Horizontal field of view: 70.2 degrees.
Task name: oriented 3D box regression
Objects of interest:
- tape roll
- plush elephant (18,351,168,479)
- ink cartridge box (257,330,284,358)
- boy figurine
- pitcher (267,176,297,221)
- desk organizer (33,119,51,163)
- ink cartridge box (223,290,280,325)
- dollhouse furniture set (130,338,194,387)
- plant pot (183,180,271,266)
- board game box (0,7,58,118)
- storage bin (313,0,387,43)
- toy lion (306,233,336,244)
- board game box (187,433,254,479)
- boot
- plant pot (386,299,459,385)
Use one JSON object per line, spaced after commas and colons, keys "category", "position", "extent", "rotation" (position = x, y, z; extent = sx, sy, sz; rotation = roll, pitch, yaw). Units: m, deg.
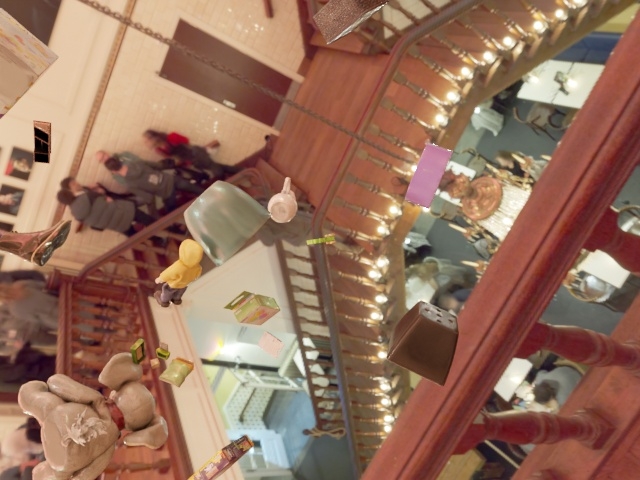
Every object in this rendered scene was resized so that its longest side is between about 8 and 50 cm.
{"category": "tape roll", "position": [0.330, -0.196, 1.390], "extent": [0.080, 0.189, 0.189], "rotation": [23, 96, 12]}
{"category": "plush elephant", "position": [-0.534, 0.434, 1.122], "extent": [0.330, 0.255, 0.272], "rotation": [-22, 81, 34]}
{"category": "ink cartridge box", "position": [-0.179, 0.393, 1.702], "extent": [0.115, 0.029, 0.063], "rotation": [23, 80, 40]}
{"category": "boy figurine", "position": [-0.513, 0.120, 1.656], "extent": [0.092, 0.177, 0.285], "rotation": [45, 120, 25]}
{"category": "pitcher", "position": [-0.160, -0.178, 2.002], "extent": [0.207, 0.125, 0.178], "rotation": [-72, -16, -71]}
{"category": "desk organizer", "position": [-0.848, -0.298, 1.387], "extent": [0.130, 0.047, 0.050], "rotation": [-54, 43, 45]}
{"category": "ink cartridge box", "position": [-0.252, 0.256, 1.695], "extent": [0.109, 0.209, 0.062], "rotation": [-38, 63, 12]}
{"category": "dollhouse furniture set", "position": [-0.397, 0.300, 1.146], "extent": [0.076, 0.152, 0.058], "rotation": [-55, -21, -55]}
{"category": "plant pot", "position": [-0.372, -0.084, 1.737], "extent": [0.293, 0.235, 0.293], "rotation": [-43, 10, 9]}
{"category": "board game box", "position": [-0.663, -0.361, 0.930], "extent": [0.142, 0.144, 0.275], "rotation": [-44, 34, 6]}
{"category": "storage bin", "position": [0.081, -0.628, 1.239], "extent": [0.122, 0.084, 0.180], "rotation": [-41, 15, -32]}
{"category": "toy lion", "position": [0.000, 0.000, 1.535], "extent": [0.100, 0.096, 0.034], "rotation": [173, 88, -81]}
{"category": "board game box", "position": [-0.302, 0.676, 1.380], "extent": [0.170, 0.141, 0.048], "rotation": [-45, 73, 14]}
{"category": "boot", "position": [-0.847, -0.018, 1.352], "extent": [0.198, 0.137, 0.077], "rotation": [-86, 17, -58]}
{"category": "plant pot", "position": [0.331, 0.299, 1.412], "extent": [0.188, 0.187, 0.167], "rotation": [-47, -19, -71]}
